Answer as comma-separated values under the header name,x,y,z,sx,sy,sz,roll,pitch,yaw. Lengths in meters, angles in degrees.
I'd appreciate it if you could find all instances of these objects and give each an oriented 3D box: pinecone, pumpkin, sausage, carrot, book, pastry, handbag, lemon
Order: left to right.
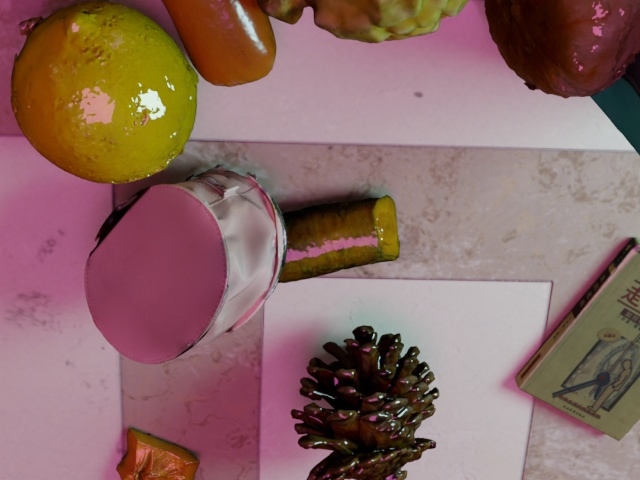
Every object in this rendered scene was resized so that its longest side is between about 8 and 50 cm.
name,x,y,z,sx,sy,sz,roll,pitch,yaw
lemon,-0.209,-0.141,1.215,0.173,0.173,0.206,-33,130,14
pumpkin,-0.201,0.279,1.514,0.101,0.035,0.073,22,112,-11
handbag,-0.141,0.025,1.293,0.205,0.116,0.179,-45,71,24
sausage,-0.116,-0.261,1.199,0.098,0.098,0.238,-19,120,7
carrot,0.000,0.000,1.348,0.173,0.082,0.082,-12,118,7
pinecone,0.049,0.193,1.407,0.179,0.150,0.195,-7,114,-49
pastry,0.223,-0.229,1.169,0.093,0.192,0.182,-20,151,-19
book,0.362,0.122,1.460,0.161,0.026,0.231,28,113,-16

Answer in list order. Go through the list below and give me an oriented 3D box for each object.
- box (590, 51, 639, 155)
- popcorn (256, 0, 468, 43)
name,x,y,z,sx,sy,sz,roll,pitch,yaw
box,0.358,-0.173,1.140,0.118,0.311,0.205,2,119,-10
popcorn,0.036,-0.306,1.112,0.258,0.224,0.270,23,123,2
